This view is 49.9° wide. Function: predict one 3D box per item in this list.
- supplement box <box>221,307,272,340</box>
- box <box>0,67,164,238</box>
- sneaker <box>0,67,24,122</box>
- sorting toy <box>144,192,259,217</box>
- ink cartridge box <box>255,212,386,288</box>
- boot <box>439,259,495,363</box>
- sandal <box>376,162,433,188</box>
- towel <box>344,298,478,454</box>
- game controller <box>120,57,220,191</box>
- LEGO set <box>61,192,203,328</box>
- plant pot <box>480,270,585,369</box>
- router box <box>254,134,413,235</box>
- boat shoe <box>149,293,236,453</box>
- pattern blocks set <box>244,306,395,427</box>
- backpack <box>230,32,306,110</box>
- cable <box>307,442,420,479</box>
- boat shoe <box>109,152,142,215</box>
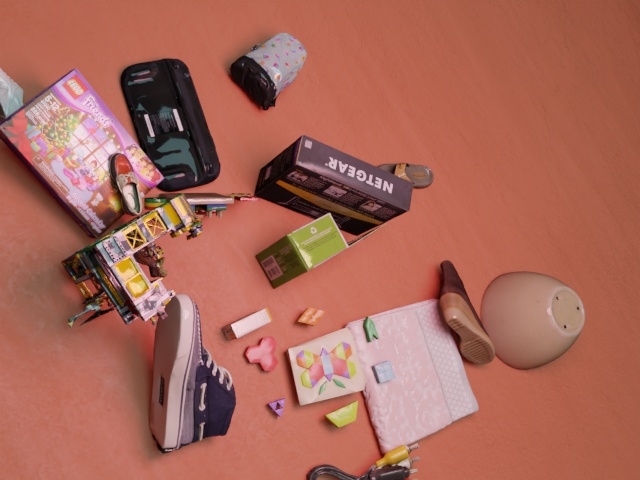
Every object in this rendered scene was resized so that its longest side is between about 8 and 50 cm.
[{"bbox_3d":[-0.167,0.191,1.568,0.098,0.062,0.036,-24,89,-32],"label":"supplement box"},{"bbox_3d":[-0.495,-0.178,1.434,0.201,0.057,0.293,-48,119,-24],"label":"box"},{"bbox_3d":[-0.667,-0.321,1.448,0.061,0.053,0.152,-24,94,-41],"label":"sneaker"},{"bbox_3d":[-0.272,-0.080,1.554,0.274,0.132,0.046,-3,101,-28],"label":"sorting toy"},{"bbox_3d":[0.000,0.000,1.642,0.255,0.189,0.097,-30,90,-33],"label":"ink cartridge box"},{"bbox_3d":[0.395,0.193,1.848,0.248,0.090,0.207,50,29,-33],"label":"boot"},{"bbox_3d":[0.233,-0.175,1.893,0.219,0.060,0.090,-5,78,-30],"label":"sandal"},{"bbox_3d":[0.236,0.334,1.758,0.317,0.053,0.332,-13,82,-31],"label":"towel"},{"bbox_3d":[-0.350,-0.274,1.609,0.166,0.067,0.319,-17,84,-17],"label":"game controller"},{"bbox_3d":[-0.353,0.061,1.365,0.255,0.331,0.192,-40,105,-44],"label":"LEGO set"},{"bbox_3d":[0.619,0.211,1.922,0.284,0.191,0.284,8,73,-26],"label":"plant pot"},{"bbox_3d":[0.029,-0.123,1.660,0.308,0.243,0.081,21,67,-23],"label":"router box"},{"bbox_3d":[-0.252,0.265,1.416,0.158,0.127,0.341,-2,112,-34],"label":"boat shoe"},{"bbox_3d":[0.012,0.298,1.623,0.324,0.026,0.285,-26,87,-23],"label":"pattern blocks set"},{"bbox_3d":[-0.119,-0.438,1.742,0.152,0.115,0.182,49,57,-6],"label":"backpack"},{"bbox_3d":[0.108,0.567,1.621,0.287,0.072,0.140,-5,98,-12],"label":"cable"},{"bbox_3d":[-0.405,-0.118,1.442,0.049,0.043,0.137,-18,104,-33],"label":"boat shoe"}]
